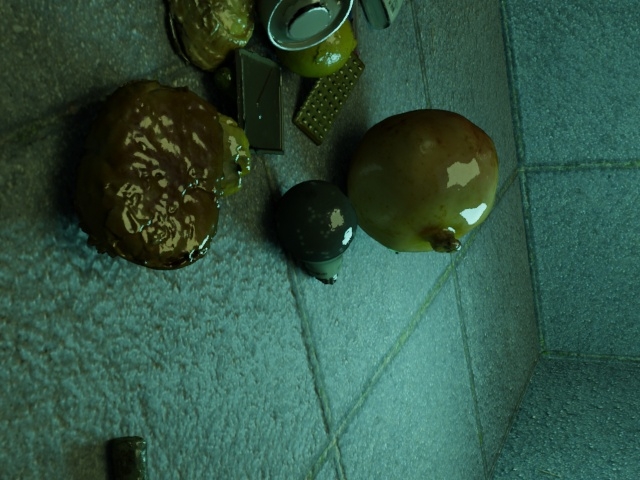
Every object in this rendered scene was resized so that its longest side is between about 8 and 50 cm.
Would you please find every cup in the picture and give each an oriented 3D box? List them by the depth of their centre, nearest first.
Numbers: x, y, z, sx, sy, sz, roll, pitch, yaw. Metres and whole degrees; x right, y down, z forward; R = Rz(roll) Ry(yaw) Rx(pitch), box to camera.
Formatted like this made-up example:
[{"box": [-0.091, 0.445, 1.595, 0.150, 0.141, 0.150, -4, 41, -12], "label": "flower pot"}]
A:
[{"box": [-0.068, -0.527, 1.524, 0.226, 0.185, 0.241, 61, 0, 25], "label": "cup"}]

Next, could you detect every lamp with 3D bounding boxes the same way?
[{"box": [0.011, 0.004, 1.750, 0.182, 0.182, 0.313, -65, 144, -38], "label": "lamp"}]

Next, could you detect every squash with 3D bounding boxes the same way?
[{"box": [-0.165, -0.300, 1.550, 0.183, 0.052, 0.052, 32, 62, -70], "label": "squash"}]

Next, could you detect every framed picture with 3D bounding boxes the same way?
[{"box": [-0.119, -0.278, 1.599, 0.281, 0.019, 0.208, -19, 109, -76], "label": "framed picture"}]

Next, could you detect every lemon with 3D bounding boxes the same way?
[{"box": [-0.020, -0.444, 1.705, 0.206, 0.173, 0.173, -9, 99, -39], "label": "lemon"}]

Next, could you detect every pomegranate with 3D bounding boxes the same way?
[{"box": [0.264, -0.140, 1.989, 0.411, 0.412, 0.411, 0, 90, -61], "label": "pomegranate"}]

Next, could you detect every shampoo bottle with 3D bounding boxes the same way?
[{"box": [0.191, -0.724, 2.192, 0.153, 0.071, 0.284, 64, 36, -34], "label": "shampoo bottle"}]

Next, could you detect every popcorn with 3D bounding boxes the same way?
[{"box": [-0.198, -0.153, 1.422, 0.149, 0.152, 0.167, 1, 114, -34], "label": "popcorn"}]

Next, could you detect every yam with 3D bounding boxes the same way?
[{"box": [-0.315, 0.460, 1.287, 0.061, 0.061, 0.274, -3, 94, -61], "label": "yam"}]

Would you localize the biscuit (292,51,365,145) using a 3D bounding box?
[{"box": [0.025, -0.351, 1.851, 0.231, 0.016, 0.139, -60, 145, -4], "label": "biscuit"}]

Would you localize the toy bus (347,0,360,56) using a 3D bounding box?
[{"box": [0.046, -0.568, 1.908, 0.112, 0.090, 0.273, -6, 96, -65], "label": "toy bus"}]

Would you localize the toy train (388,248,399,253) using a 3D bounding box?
[{"box": [0.227, -0.002, 2.292, 0.053, 0.033, 0.083, 34, 60, -52], "label": "toy train"}]

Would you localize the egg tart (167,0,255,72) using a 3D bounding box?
[{"box": [-0.195, -0.443, 1.472, 0.232, 0.098, 0.252, 39, 60, -50], "label": "egg tart"}]

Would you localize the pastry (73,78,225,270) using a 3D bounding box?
[{"box": [-0.273, -0.099, 1.245, 0.255, 0.162, 0.310, 28, 60, -42], "label": "pastry"}]
